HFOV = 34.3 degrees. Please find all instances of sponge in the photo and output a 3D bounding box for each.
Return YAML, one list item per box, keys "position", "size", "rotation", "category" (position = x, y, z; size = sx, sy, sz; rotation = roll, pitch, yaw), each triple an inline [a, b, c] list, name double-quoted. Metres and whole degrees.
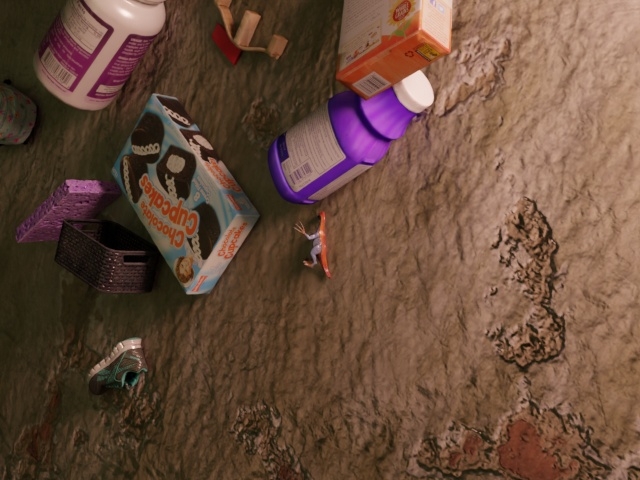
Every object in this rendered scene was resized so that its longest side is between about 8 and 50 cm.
- position: [-0.494, -0.055, 2.015]
  size: [0.210, 0.117, 0.031]
  rotation: [-35, 67, 38]
  category: "sponge"

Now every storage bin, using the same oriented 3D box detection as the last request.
- position: [-0.394, 0.027, 1.913]
  size: [0.180, 0.122, 0.084]
  rotation: [28, 107, 41]
  category: "storage bin"

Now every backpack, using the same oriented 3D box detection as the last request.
- position: [-0.688, -0.267, 2.211]
  size: [0.182, 0.115, 0.152]
  rotation: [20, 100, 40]
  category: "backpack"

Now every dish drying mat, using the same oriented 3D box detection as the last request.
- position: [-0.161, -0.338, 1.781]
  size: [0.083, 0.008, 0.032]
  rotation: [52, 123, 31]
  category: "dish drying mat"

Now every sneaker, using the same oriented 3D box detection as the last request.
- position: [-0.379, 0.253, 1.936]
  size: [0.166, 0.065, 0.076]
  rotation: [-46, 63, 35]
  category: "sneaker"

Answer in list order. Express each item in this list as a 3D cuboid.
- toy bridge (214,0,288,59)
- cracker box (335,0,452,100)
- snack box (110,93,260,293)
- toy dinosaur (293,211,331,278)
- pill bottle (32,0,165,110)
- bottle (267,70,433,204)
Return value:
- position: [-0.123, -0.352, 1.732]
  size: [0.188, 0.026, 0.063]
  rotation: [47, 122, 34]
  category: "toy bridge"
- position: [0.105, -0.326, 1.427]
  size: [0.155, 0.067, 0.232]
  rotation: [-25, 48, 41]
  category: "cracker box"
- position: [-0.244, -0.084, 1.816]
  size: [0.322, 0.060, 0.187]
  rotation: [53, 123, 31]
  category: "snack box"
- position: [0.000, 0.000, 1.609]
  size: [0.090, 0.047, 0.082]
  rotation: [31, 103, 5]
  category: "toy dinosaur"
- position: [-0.388, -0.395, 1.890]
  size: [0.301, 0.169, 0.169]
  rotation: [-46, 59, 32]
  category: "pill bottle"
- position: [0.042, -0.157, 1.521]
  size: [0.283, 0.092, 0.118]
  rotation: [-33, 65, 38]
  category: "bottle"
